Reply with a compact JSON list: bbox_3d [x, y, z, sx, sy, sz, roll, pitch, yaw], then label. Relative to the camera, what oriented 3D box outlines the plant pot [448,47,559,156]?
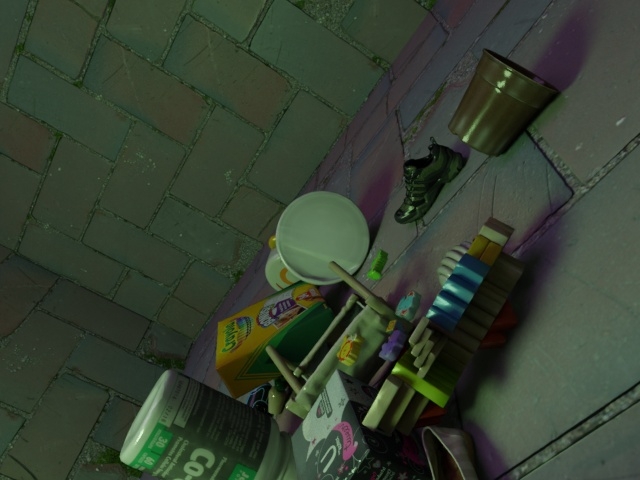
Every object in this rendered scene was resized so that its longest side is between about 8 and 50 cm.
[{"bbox_3d":[0.353,-0.270,1.037,0.167,0.167,0.165,-82,19,-58],"label":"plant pot"}]

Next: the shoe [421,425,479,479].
[{"bbox_3d":[0.170,0.318,0.637,0.076,0.058,0.219,-55,14,20],"label":"shoe"}]

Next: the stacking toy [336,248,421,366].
[{"bbox_3d":[0.139,0.144,0.884,0.052,0.167,0.221,-34,28,59],"label":"stacking toy"}]

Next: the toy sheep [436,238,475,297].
[{"bbox_3d":[0.245,0.051,0.878,0.132,0.091,0.091,-42,12,-8],"label":"toy sheep"}]

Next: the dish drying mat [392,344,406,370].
[{"bbox_3d":[0.148,0.241,0.984,0.032,0.008,0.083,-41,23,50],"label":"dish drying mat"}]

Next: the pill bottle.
[{"bbox_3d":[-0.216,0.442,1.108,0.204,0.361,0.204,-55,14,21],"label":"pill bottle"}]

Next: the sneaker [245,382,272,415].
[{"bbox_3d":[-0.183,0.516,1.454,0.090,0.082,0.232,-13,55,68],"label":"sneaker"}]

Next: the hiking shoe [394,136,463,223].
[{"bbox_3d":[0.235,-0.144,1.254,0.226,0.114,0.086,-54,14,24],"label":"hiking shoe"}]

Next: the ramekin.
[{"bbox_3d":[0.000,0.000,1.510,0.272,0.273,0.127,-63,3,-12],"label":"ramekin"}]

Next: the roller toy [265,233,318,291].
[{"bbox_3d":[-0.087,0.080,1.760,0.146,0.210,0.191,-79,3,-57],"label":"roller toy"}]

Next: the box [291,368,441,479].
[{"bbox_3d":[0.060,0.340,0.806,0.163,0.142,0.247,-59,14,6],"label":"box"}]

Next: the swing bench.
[{"bbox_3d":[0.042,0.214,1.045,0.253,0.165,0.255,-52,21,1],"label":"swing bench"}]

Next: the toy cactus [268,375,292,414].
[{"bbox_3d":[-0.104,0.389,1.438,0.219,0.112,0.180,177,104,-71],"label":"toy cactus"}]

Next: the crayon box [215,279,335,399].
[{"bbox_3d":[-0.125,0.247,1.425,0.313,0.106,0.363,-26,12,-5],"label":"crayon box"}]

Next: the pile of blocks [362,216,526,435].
[{"bbox_3d":[0.204,0.136,0.740,0.362,0.113,0.149,-58,-18,-5],"label":"pile of blocks"}]
